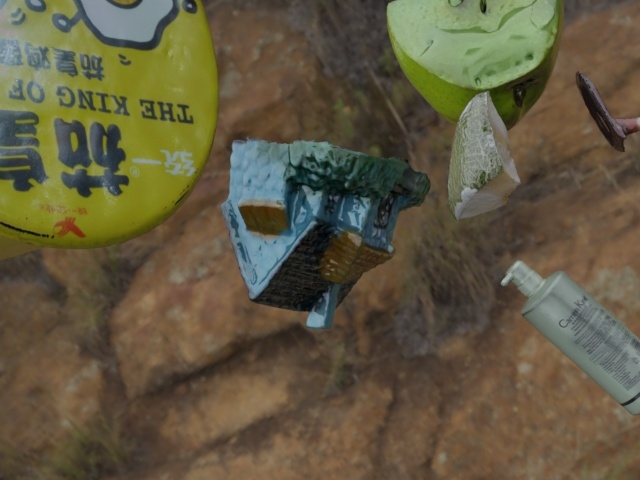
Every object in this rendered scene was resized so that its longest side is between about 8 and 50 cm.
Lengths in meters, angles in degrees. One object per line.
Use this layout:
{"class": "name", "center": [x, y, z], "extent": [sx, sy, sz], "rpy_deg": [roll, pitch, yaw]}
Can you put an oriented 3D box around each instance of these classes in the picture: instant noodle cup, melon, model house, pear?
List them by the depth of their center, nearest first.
{"class": "instant noodle cup", "center": [-0.272, -0.115, 0.845], "extent": [0.254, 0.325, 0.325], "rpy_deg": [-22, 33, 41]}
{"class": "model house", "center": [0.000, 0.000, 1.587], "extent": [0.226, 0.261, 0.241], "rpy_deg": [9, 87, 29]}
{"class": "melon", "center": [0.252, -0.118, 1.749], "extent": [0.093, 0.202, 0.139], "rpy_deg": [4, 9, -9]}
{"class": "pear", "center": [0.324, -0.346, 2.281], "extent": [0.342, 0.238, 0.318], "rpy_deg": [-15, 58, 8]}

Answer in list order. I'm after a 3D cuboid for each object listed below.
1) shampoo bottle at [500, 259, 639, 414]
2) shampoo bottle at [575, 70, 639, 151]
{"class": "shampoo bottle", "center": [0.358, 0.122, 1.605], "extent": [0.085, 0.262, 0.085], "rpy_deg": [-48, -1, -1]}
{"class": "shampoo bottle", "center": [0.347, -0.113, 0.904], "extent": [0.284, 0.071, 0.153], "rpy_deg": [-9, 72, 4]}
